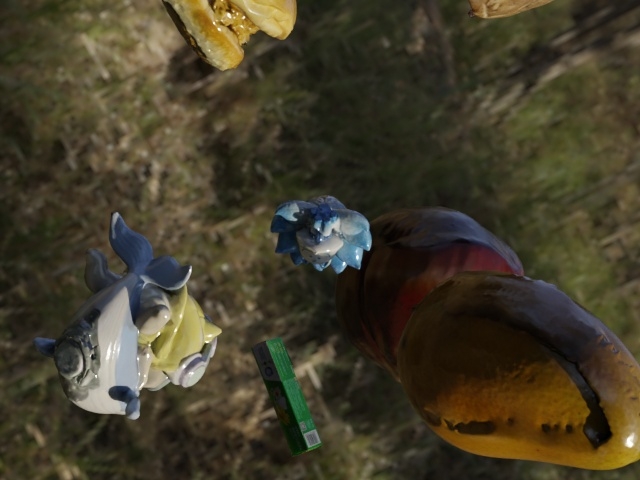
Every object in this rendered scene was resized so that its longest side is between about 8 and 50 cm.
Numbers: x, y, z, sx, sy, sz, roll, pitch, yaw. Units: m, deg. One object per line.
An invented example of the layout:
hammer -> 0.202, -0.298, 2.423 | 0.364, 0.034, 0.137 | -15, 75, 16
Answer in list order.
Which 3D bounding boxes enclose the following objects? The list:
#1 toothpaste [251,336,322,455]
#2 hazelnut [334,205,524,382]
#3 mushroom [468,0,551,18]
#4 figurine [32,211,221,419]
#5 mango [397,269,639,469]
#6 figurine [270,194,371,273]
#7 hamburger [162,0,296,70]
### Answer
toothpaste -> -0.051, 0.235, 2.192 | 0.043, 0.037, 0.178 | -13, 79, -55
hazelnut -> 0.127, 0.067, 1.762 | 0.229, 0.229, 0.229 | 58, 13, -22
mushroom -> 0.237, -0.336, 1.640 | 0.286, 0.151, 0.156 | 28, 64, -67
figurine -> -0.165, 0.078, 1.314 | 0.128, 0.208, 0.184 | 35, 36, 22
mango -> 0.169, 0.111, 1.197 | 0.236, 0.136, 0.166 | 25, -40, 31
figurine -> 0.000, 0.000, 1.561 | 0.114, 0.114, 0.079 | 54, 27, -37
hamburger -> -0.152, -0.352, 1.743 | 0.318, 0.158, 0.318 | 51, 5, -6
